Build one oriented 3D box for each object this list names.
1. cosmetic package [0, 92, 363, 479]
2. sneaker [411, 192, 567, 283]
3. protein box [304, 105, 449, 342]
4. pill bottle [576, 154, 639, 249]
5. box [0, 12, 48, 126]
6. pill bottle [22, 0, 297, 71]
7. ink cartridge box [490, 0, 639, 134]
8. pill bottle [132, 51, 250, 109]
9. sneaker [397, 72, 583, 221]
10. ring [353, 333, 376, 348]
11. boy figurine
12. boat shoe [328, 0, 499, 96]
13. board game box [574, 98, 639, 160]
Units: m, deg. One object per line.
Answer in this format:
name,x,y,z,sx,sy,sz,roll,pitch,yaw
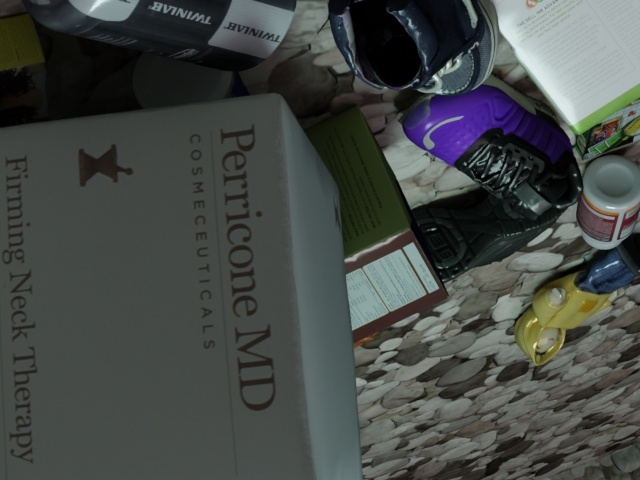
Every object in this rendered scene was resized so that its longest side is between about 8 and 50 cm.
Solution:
cosmetic package,-0.182,0.089,1.159,0.393,0.330,0.327,-7,168,7
sneaker,0.200,0.001,1.735,0.286,0.109,0.130,-21,161,0
protein box,0.000,0.000,1.422,0.201,0.200,0.136,-26,137,6
pill bottle,0.399,-0.048,1.816,0.086,0.086,0.152,-20,154,-5
box,-0.349,-0.124,1.095,0.232,0.058,0.087,-14,153,-16
pill bottle,-0.143,-0.212,1.006,0.245,0.130,0.130,6,142,-46
ink cartridge box,0.261,-0.261,1.304,0.188,0.097,0.255,-33,119,21
pill bottle,-0.110,-0.120,1.253,0.094,0.094,0.169,-24,155,2
sneaker,0.216,-0.097,1.502,0.293,0.146,0.102,8,141,-48
ring,-0.074,0.148,1.802,0.336,0.032,0.336,-11,161,-4
boy figurine,0.412,0.098,2.105,0.177,0.092,0.285,4,140,-48
boat shoe,0.080,-0.182,1.179,0.127,0.158,0.340,1,156,21
board game box,0.390,-0.192,1.598,0.136,0.030,0.260,-22,155,-6
